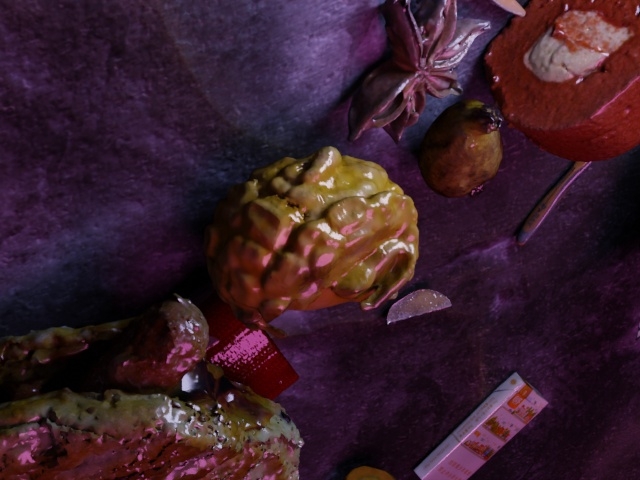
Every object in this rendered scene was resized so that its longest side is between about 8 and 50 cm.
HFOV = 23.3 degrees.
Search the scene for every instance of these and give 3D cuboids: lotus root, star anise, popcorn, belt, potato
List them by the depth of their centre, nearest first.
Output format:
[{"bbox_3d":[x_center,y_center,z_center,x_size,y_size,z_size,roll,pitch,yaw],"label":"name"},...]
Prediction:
[{"bbox_3d":[0.000,0.000,1.697,0.250,0.190,0.250,-24,174,-3],"label":"popcorn"},{"bbox_3d":[0.107,-0.197,1.724,0.172,0.063,0.208,-13,133,-41],"label":"star anise"},{"bbox_3d":[0.168,-0.117,1.808,0.108,0.094,0.190,-53,167,-18],"label":"lotus root"},{"bbox_3d":[-0.115,0.137,1.810,0.124,0.128,0.201,-39,147,-5],"label":"belt"},{"bbox_3d":[0.125,0.085,2.076,0.093,0.036,0.037,-16,178,-6],"label":"potato"}]

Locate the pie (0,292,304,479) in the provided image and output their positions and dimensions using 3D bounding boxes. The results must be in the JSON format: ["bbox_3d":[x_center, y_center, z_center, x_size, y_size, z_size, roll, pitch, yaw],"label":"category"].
[{"bbox_3d":[-0.226,0.250,1.691,0.395,0.180,0.418,-16,142,10],"label":"pie"}]

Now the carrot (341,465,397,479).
[{"bbox_3d":[0.068,0.451,2.352,0.114,0.114,0.301,-26,145,-21],"label":"carrot"}]

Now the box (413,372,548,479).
[{"bbox_3d":[0.253,0.306,2.439,0.220,0.032,0.122,-44,145,5],"label":"box"}]

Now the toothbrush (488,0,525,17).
[{"bbox_3d":[0.128,-0.305,1.650,0.037,0.028,0.375,-56,144,7],"label":"toothbrush"}]

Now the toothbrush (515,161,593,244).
[{"bbox_3d":[0.365,-0.118,2.090,0.031,0.023,0.321,20,112,-45],"label":"toothbrush"}]

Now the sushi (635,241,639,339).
[{"bbox_3d":[0.528,-0.084,2.240,0.296,0.100,0.373,-28,134,-35],"label":"sushi"}]

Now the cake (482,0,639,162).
[{"bbox_3d":[0.334,-0.218,1.815,0.283,0.177,0.151,-45,145,7],"label":"cake"}]
